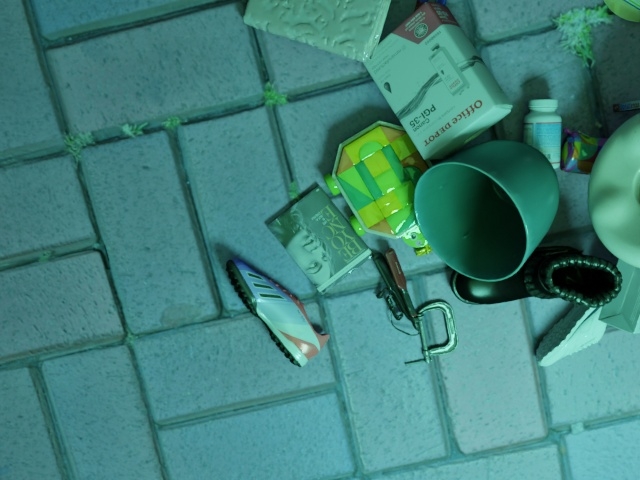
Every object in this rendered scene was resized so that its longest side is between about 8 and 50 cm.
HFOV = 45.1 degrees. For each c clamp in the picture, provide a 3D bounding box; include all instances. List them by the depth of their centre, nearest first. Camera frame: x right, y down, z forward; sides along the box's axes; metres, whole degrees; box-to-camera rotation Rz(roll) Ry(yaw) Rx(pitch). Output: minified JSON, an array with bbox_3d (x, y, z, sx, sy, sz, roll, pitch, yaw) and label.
[{"bbox_3d":[0.275,0.233,1.925,0.137,0.022,0.160,-5,100,3],"label":"c clamp"}]

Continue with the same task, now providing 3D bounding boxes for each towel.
[{"bbox_3d":[0.013,-0.595,1.733,0.332,0.053,0.317,23,100,21],"label":"towel"}]

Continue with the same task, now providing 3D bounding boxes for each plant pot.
[{"bbox_3d":[0.397,-0.093,1.735,0.235,0.293,0.293,-36,99,-34],"label":"plant pot"}]

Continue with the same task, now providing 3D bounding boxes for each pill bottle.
[{"bbox_3d":[0.519,-0.249,1.807,0.087,0.087,0.160,0,99,2],"label":"pill bottle"}]

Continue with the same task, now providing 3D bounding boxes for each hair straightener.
[{"bbox_3d":[0.184,0.134,1.902,0.089,0.047,0.230,-19,100,42],"label":"hair straightener"}]

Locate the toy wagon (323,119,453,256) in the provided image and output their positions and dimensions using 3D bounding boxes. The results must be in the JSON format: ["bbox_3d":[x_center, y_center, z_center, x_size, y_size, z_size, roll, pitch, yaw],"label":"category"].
[{"bbox_3d":[0.184,-0.114,1.848,0.267,0.068,0.344,-31,97,6],"label":"toy wagon"}]

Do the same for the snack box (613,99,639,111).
[{"bbox_3d":[0.725,-0.308,1.744,0.064,0.178,0.022,-6,97,3],"label":"snack box"}]

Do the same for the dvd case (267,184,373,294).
[{"bbox_3d":[0.000,0.000,1.898,0.164,0.018,0.221,-38,96,7],"label":"dvd case"}]

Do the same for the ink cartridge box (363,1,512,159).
[{"bbox_3d":[0.258,-0.349,1.712,0.207,0.117,0.283,-37,77,30],"label":"ink cartridge box"}]

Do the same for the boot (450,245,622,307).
[{"bbox_3d":[0.484,0.090,1.775,0.348,0.260,0.131,-13,99,4],"label":"boot"}]

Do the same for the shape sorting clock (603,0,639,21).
[{"bbox_3d":[0.743,-0.606,1.765,0.206,0.040,0.206,1,102,4],"label":"shape sorting clock"}]

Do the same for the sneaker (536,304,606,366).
[{"bbox_3d":[0.630,0.232,1.887,0.095,0.090,0.235,41,100,-14],"label":"sneaker"}]

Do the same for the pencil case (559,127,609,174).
[{"bbox_3d":[0.680,-0.196,1.807,0.236,0.104,0.104,10,99,-1],"label":"pencil case"}]

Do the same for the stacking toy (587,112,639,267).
[{"bbox_3d":[0.859,-0.081,1.692,0.480,0.350,0.350,11,101,-35],"label":"stacking toy"}]

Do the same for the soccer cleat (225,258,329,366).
[{"bbox_3d":[-0.109,0.159,1.895,0.116,0.108,0.318,-39,95,-13],"label":"soccer cleat"}]

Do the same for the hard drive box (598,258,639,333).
[{"bbox_3d":[0.757,0.118,1.788,0.089,0.232,0.181,24,101,42],"label":"hard drive box"}]

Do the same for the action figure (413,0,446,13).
[{"bbox_3d":[0.287,-0.613,1.734,0.091,0.139,0.280,22,97,-3],"label":"action figure"}]
